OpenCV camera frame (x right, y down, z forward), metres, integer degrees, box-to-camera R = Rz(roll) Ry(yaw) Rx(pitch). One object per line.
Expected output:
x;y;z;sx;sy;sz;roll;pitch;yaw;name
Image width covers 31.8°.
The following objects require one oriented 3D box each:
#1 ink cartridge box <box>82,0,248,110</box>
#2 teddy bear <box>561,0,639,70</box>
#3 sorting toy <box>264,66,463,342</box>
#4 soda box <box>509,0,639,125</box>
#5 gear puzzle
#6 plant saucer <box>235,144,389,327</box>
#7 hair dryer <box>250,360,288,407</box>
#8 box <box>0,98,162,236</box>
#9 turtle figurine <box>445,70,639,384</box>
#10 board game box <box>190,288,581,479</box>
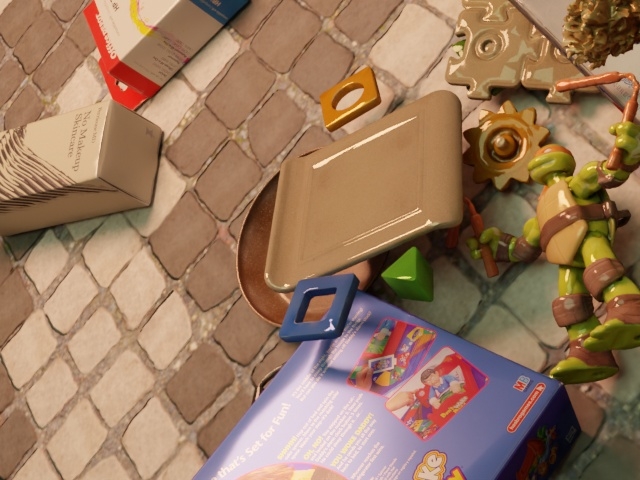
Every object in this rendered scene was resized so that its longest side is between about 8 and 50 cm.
-0.213;-0.279;1.415;0.231;0.078;0.134;-41;50;17;ink cartridge box
0.293;-0.124;0.753;0.245;0.113;0.338;-16;42;-16;teddy bear
0.047;-0.041;1.052;0.196;0.047;0.347;-21;41;26;sorting toy
0.257;-0.179;0.957;0.098;0.091;0.286;-44;59;12;soda box
0.214;-0.204;1.070;0.175;0.044;0.338;8;78;30;gear puzzle
0.000;0.000;1.146;0.199;0.036;0.198;-17;60;31;plant saucer
-0.043;0.267;1.039;0.293;0.080;0.223;-44;45;-5;hair dryer
-0.333;-0.086;1.409;0.275;0.094;0.113;-12;63;35;box
0.205;0.006;0.937;0.269;0.087;0.217;-44;45;47;turtle figurine
0.016;0.222;0.918;0.233;0.078;0.347;24;66;39;board game box
